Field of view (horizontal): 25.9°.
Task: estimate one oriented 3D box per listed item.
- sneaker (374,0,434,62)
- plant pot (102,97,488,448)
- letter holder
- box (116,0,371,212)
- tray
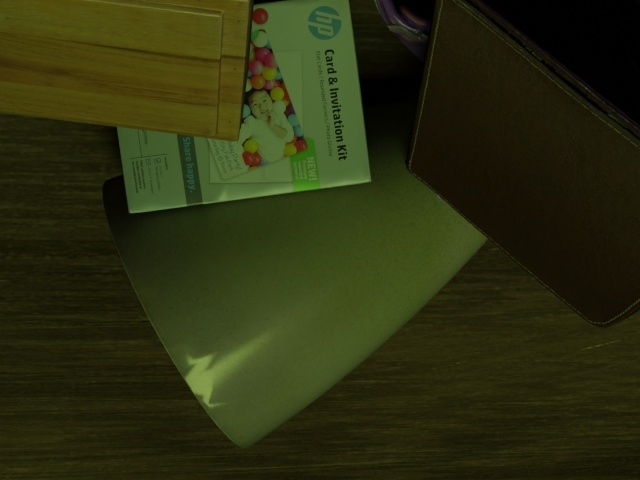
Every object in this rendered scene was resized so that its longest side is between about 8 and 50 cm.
[{"bbox_3d":[0.080,-0.176,0.994,0.095,0.104,0.236,-15,150,10],"label":"sneaker"},{"bbox_3d":[0.000,0.000,1.175,0.274,0.256,0.256,-27,148,3],"label":"plant pot"},{"bbox_3d":[0.193,-0.086,0.943,0.152,0.214,0.302,-44,167,-13],"label":"letter holder"},{"bbox_3d":[-0.062,-0.103,1.056,0.186,0.145,0.038,-7,-176,0],"label":"box"},{"bbox_3d":[-0.249,-0.155,0.889,0.411,0.076,0.203,7,159,-3],"label":"tray"}]
